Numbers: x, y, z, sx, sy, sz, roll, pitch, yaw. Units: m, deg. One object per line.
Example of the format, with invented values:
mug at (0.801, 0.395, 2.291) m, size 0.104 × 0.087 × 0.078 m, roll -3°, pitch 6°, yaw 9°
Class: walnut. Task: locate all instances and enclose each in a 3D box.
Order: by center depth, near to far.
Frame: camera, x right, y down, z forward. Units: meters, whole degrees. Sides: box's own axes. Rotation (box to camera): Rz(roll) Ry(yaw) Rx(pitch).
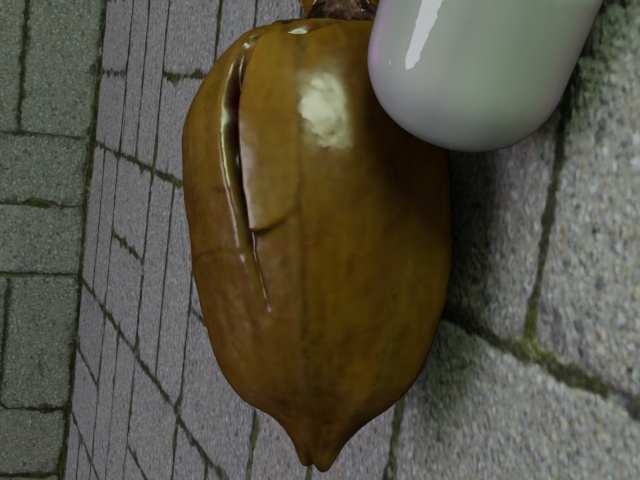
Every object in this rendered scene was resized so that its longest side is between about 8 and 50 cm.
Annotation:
walnut at (0.000, 0.000, 0.718) m, size 0.209 × 0.209 × 0.336 m, roll 174°, pitch 95°, yaw -67°

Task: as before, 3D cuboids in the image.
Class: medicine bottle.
medicine bottle at (0.120, -0.209, 0.548) m, size 0.130 × 0.130 × 0.340 m, roll -119°, pitch 40°, yaw -53°

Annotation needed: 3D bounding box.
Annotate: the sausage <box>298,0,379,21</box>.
sausage at (0.011, -0.320, 0.901) m, size 0.103 × 0.076 × 0.302 m, roll -23°, pitch 66°, yaw 57°
